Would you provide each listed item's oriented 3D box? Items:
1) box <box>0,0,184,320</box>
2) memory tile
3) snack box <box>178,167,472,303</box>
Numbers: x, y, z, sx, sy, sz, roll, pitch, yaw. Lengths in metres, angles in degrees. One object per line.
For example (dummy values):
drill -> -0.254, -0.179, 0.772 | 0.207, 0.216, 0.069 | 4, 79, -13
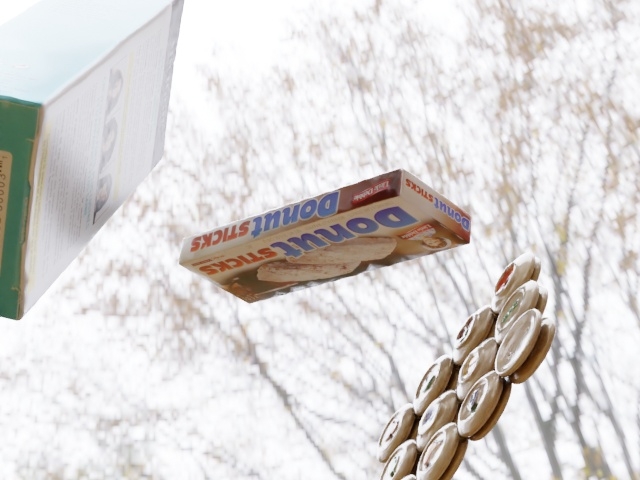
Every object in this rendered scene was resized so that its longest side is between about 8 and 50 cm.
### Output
box -> -0.128, -0.056, 0.780 | 0.060, 0.244, 0.100 | 12, -69, 5
memory tile -> 0.070, 0.079, 0.822 | 0.012, 0.113, 0.148 | 31, -68, -11
snack box -> 0.000, 0.000, 0.945 | 0.178, 0.022, 0.064 | -17, -37, 40
